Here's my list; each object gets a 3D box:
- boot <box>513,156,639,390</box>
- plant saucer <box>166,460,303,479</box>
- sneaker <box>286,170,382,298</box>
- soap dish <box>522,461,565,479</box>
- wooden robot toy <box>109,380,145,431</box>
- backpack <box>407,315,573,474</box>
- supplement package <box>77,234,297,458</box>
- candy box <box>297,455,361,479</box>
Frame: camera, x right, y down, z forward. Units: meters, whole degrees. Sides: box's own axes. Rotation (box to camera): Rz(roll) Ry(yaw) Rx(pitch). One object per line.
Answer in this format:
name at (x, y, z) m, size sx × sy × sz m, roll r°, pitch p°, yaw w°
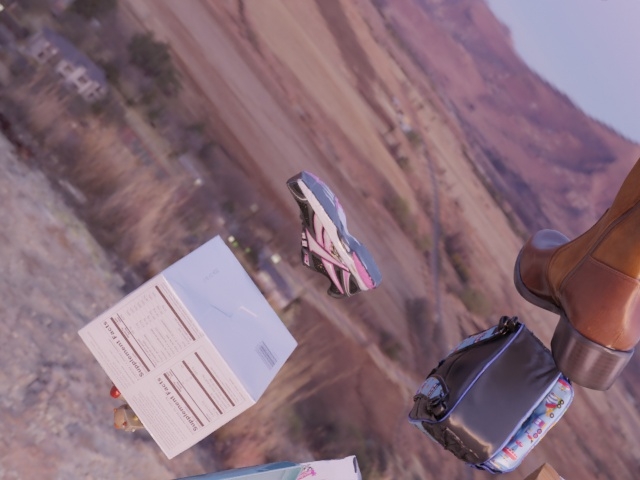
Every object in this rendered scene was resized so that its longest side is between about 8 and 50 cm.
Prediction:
boot at (0.290, -0.035, 1.037) m, size 0.096 × 0.280 × 0.264 m, roll 19°, pitch 24°, yaw -2°
plant saucer at (-0.097, 0.214, 0.855) m, size 0.192 × 0.067 × 0.018 m, roll 2°, pitch 32°, yaw -47°
sneaker at (0.000, 0.000, 1.354) m, size 0.178 × 0.077 × 0.072 m, roll 59°, pitch 18°, yaw -1°
soap dish at (0.242, 0.412, 1.087) m, size 0.118 × 0.229 × 0.291 m, roll -14°, pitch 60°, yaw -49°
wooden robot toy at (-0.276, 0.230, 1.507) m, size 0.076 × 0.079 × 0.173 m, roll 31°, pitch 24°, yaw -22°
backpack at (0.180, 0.175, 1.178) m, size 0.117 × 0.158 × 0.173 m, roll 44°, pitch -15°, yaw -2°
supplement package at (-0.168, 0.134, 1.428) m, size 0.204 × 0.145 × 0.262 m, roll 55°, pitch 15°, yaw -3°
candy box at (-0.015, 0.432, 1.576) m, size 0.070 × 0.165 × 0.196 m, roll 73°, pitch 10°, yaw -51°
